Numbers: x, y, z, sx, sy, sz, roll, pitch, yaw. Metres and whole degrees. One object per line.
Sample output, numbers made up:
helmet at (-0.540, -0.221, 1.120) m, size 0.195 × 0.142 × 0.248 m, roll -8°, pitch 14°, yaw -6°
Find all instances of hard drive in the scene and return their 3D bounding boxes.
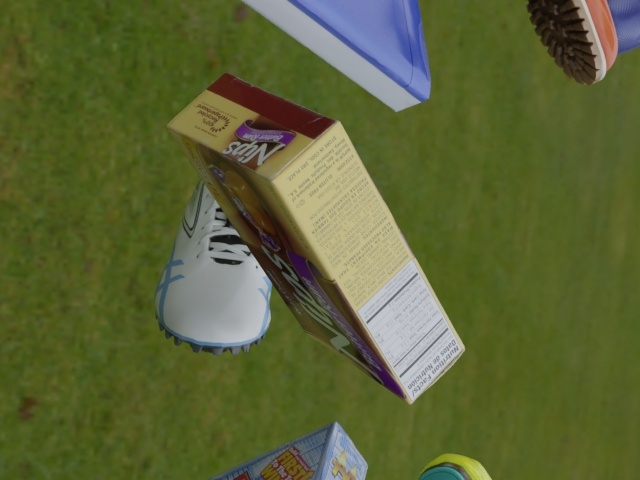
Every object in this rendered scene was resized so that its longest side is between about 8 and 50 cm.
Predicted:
hard drive at (-0.027, -0.237, 0.889) m, size 0.319 × 0.040 × 0.210 m, roll 27°, pitch 50°, yaw -54°

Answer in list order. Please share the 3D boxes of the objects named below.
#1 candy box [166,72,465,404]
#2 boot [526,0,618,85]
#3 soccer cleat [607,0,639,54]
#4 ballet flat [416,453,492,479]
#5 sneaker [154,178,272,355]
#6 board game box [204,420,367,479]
candy box at (0.000, 0.000, 0.754) m, size 0.053 × 0.109 × 0.186 m, roll -43°, pitch 130°, yaw -16°
boot at (0.164, -0.176, 0.816) m, size 0.059 × 0.084 × 0.158 m, roll 152°, pitch -78°, yaw -73°
soccer cleat at (0.225, -0.293, 1.221) m, size 0.093 × 0.121 × 0.289 m, roll 87°, pitch -23°, yaw -67°
ballet flat at (0.130, 0.273, 1.005) m, size 0.077 × 0.077 × 0.231 m, roll 11°, pitch 62°, yaw -65°
sneaker at (-0.063, -0.004, 0.931) m, size 0.237 × 0.085 × 0.086 m, roll -80°, pitch 178°, yaw -59°
board game box at (-0.041, 0.236, 1.031) m, size 0.060 × 0.194 × 0.194 m, roll 57°, pitch -1°, yaw -31°
